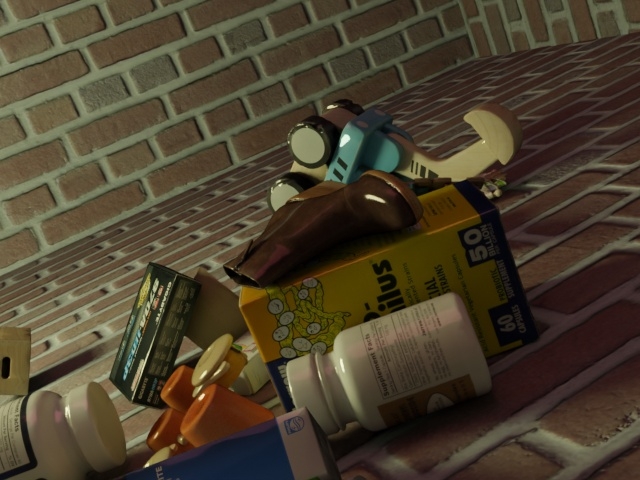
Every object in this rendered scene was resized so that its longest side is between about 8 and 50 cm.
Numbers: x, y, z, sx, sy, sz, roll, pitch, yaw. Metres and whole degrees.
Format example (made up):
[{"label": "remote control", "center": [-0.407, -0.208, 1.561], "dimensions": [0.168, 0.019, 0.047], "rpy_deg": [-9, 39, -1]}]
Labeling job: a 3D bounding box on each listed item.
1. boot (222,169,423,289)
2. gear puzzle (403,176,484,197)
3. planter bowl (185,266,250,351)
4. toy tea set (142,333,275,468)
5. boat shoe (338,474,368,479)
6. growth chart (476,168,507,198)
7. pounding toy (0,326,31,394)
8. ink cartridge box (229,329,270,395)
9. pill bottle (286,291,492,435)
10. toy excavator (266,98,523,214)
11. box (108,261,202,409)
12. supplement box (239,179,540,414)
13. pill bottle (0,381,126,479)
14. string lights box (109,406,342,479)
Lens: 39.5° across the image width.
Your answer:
[{"label": "boot", "center": [0.000, 0.000, 1.160], "dimensions": [0.207, 0.090, 0.248], "rpy_deg": [-42, 23, -22]}, {"label": "gear puzzle", "center": [0.152, -0.012, 1.459], "dimensions": [0.175, 0.044, 0.339], "rpy_deg": [-1, -22, -4]}, {"label": "planter bowl", "center": [-0.175, 0.137, 1.525], "dimensions": [0.109, 0.162, 0.162], "rpy_deg": [-51, 20, -6]}, {"label": "toy tea set", "center": [-0.139, 0.248, 1.202], "dimensions": [0.200, 0.124, 0.336], "rpy_deg": [-49, 13, 13]}, {"label": "boat shoe", "center": [-0.016, 0.310, 0.813], "dimensions": [0.084, 0.095, 0.258], "rpy_deg": [-22, 5, 25]}, {"label": "growth chart", "center": [0.315, -0.105, 1.890], "dimensions": [0.172, 0.021, 0.237], "rpy_deg": [-18, 12, 11]}, {"label": "pounding toy", "center": [-0.628, 0.254, 1.763], "dimensions": [0.100, 0.141, 0.130], "rpy_deg": [4, 7, -19]}, {"label": "ink cartridge box", "center": [-0.109, 0.190, 1.403], "dimensions": [0.088, 0.052, 0.122], "rpy_deg": [-9, 21, 38]}, {"label": "pill bottle", "center": [0.082, 0.160, 1.092], "dimensions": [0.229, 0.131, 0.131], "rpy_deg": [-20, 15, 5]}, {"label": "toy excavator", "center": [0.163, -0.164, 1.940], "dimensions": [0.445, 0.433, 0.222], "rpy_deg": [29, 30, 12]}, {"label": "box", "center": [-0.281, 0.155, 1.499], "dimensions": [0.051, 0.220, 0.175], "rpy_deg": [20, -3, -26]}, {"label": "supplement box", "center": [0.088, 0.081, 1.241], "dimensions": [0.356, 0.194, 0.195], "rpy_deg": [-21, 15, 3]}, {"label": "pill bottle", "center": [-0.418, 0.301, 1.244], "dimensions": [0.264, 0.153, 0.153], "rpy_deg": [-20, 15, 0]}, {"label": "string lights box", "center": [-0.113, 0.271, 0.952], "dimensions": [0.259, 0.077, 0.133], "rpy_deg": [-21, -28, 1]}]
